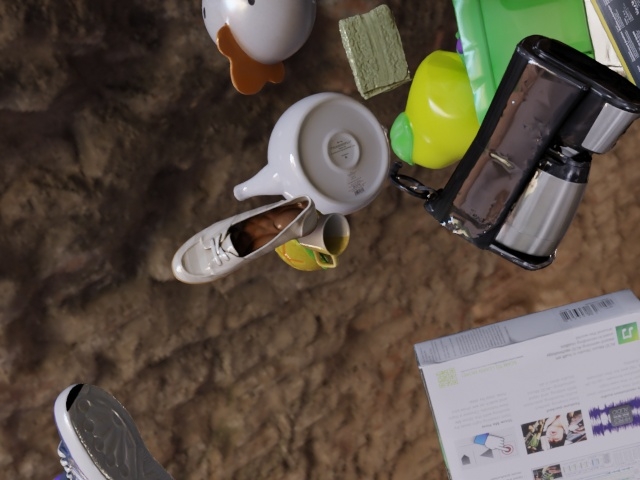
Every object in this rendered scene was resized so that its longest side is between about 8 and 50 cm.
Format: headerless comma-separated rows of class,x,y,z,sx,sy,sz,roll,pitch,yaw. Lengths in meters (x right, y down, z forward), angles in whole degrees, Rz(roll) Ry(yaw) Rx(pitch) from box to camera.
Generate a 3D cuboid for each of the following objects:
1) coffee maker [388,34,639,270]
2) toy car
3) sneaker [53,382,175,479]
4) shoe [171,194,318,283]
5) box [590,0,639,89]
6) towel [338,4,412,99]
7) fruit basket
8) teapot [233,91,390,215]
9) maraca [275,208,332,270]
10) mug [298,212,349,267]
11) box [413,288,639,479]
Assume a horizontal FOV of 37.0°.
coffee maker,0.173,-0.087,0.850,0.120,0.171,0.178,-87,18,-62
toy car,-0.072,-0.265,0.937,0.219,0.238,0.210,-7,-18,35
sneaker,-0.399,0.383,1.592,0.236,0.323,0.130,-16,31,29
shoe,-0.104,-0.007,1.313,0.219,0.076,0.058,-25,-14,-11
box,0.461,-0.201,1.064,0.257,0.322,0.079,-19,-10,-26
towel,0.097,-0.336,1.705,0.110,0.148,0.027,-23,13,-15
fruit basket,0.260,-0.268,1.451,0.392,0.283,0.392,-11,3,1
teapot,0.000,-0.159,1.839,0.187,0.256,0.252,-11,60,60
maraca,-0.027,-0.003,1.544,0.099,0.127,0.185,-46,6,3
mug,-0.002,-0.003,1.400,0.064,0.078,0.062,3,-8,40
box,0.248,0.226,1.017,0.232,0.322,0.058,-14,21,4
